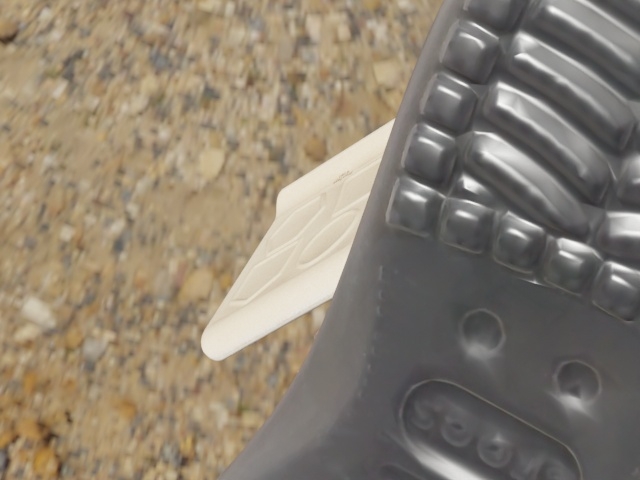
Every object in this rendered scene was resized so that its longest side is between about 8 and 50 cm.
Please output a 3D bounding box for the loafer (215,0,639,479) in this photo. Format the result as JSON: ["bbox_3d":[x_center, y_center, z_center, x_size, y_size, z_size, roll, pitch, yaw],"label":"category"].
[{"bbox_3d":[0.050,0.066,0.522,0.134,0.130,0.366,36,117,13],"label":"loafer"}]

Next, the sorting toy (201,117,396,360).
[{"bbox_3d":[0.000,0.000,1.667,0.038,0.208,0.193,43,133,-18],"label":"sorting toy"}]
